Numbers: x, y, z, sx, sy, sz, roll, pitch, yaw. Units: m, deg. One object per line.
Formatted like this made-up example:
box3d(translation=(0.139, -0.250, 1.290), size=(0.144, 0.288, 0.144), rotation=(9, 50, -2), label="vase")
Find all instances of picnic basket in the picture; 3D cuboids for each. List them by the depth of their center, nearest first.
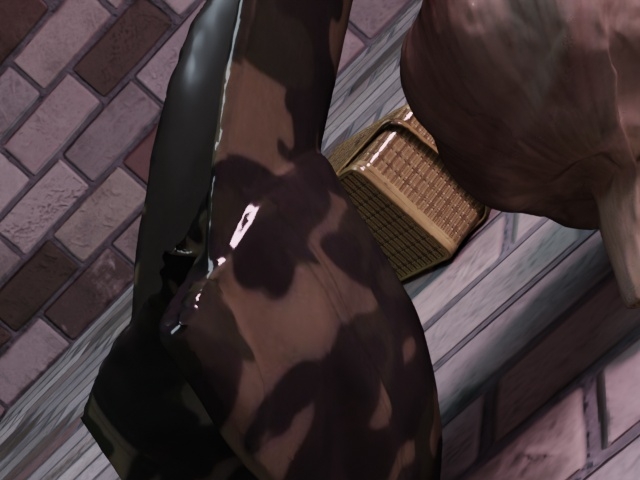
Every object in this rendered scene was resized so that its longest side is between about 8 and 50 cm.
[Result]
box3d(translation=(0.059, -0.033, 1.300), size=(0.079, 0.115, 0.164), rotation=(-54, 10, -25), label="picnic basket")

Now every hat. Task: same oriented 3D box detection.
box3d(translation=(0.000, 0.000, 0.845), size=(0.381, 0.257, 0.366), rotation=(-58, 9, -12), label="hat")

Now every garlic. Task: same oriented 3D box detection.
box3d(translation=(0.152, -0.061, 0.841), size=(0.218, 0.219, 0.212), rotation=(-39, 41, 42), label="garlic")
